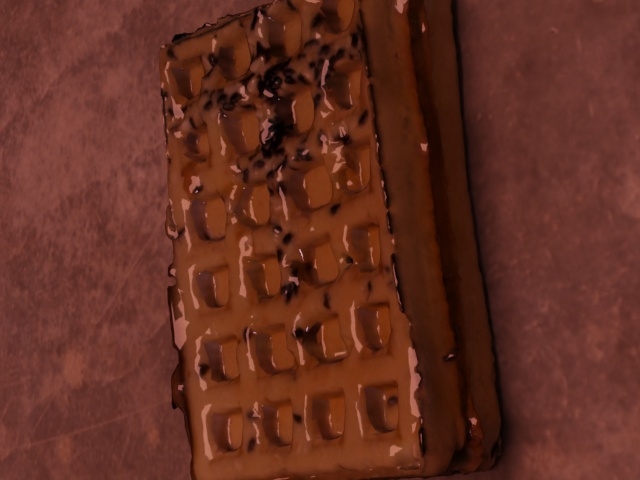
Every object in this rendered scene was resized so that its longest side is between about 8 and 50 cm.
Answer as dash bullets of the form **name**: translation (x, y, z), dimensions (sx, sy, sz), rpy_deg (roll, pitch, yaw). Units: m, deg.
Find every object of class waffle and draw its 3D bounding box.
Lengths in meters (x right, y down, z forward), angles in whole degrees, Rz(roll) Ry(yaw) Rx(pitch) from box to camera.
- **waffle**: translation (0.000, 0.000, 1.046), dimensions (0.261, 0.114, 0.376), rpy_deg (-14, 78, 45)
